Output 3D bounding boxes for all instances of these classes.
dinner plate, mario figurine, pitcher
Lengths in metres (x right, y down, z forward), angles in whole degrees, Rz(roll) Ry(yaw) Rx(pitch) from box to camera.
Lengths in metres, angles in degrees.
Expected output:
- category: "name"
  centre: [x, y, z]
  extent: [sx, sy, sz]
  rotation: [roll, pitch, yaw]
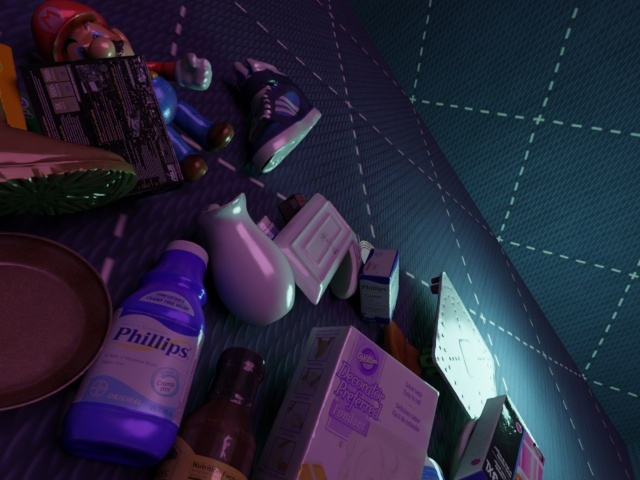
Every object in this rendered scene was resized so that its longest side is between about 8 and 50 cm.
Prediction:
- category: "dinner plate"
  centre: [0.144, 0.065, 1.120]
  extent: [0.141, 0.017, 0.141]
  rotation: [40, 32, -32]
- category: "mario figurine"
  centre: [-0.292, -0.237, 0.649]
  extent: [0.320, 0.170, 0.198]
  rotation: [40, 38, -29]
- category: "pitcher"
  centre: [-0.133, 0.030, 0.691]
  extent: [0.125, 0.178, 0.207]
  rotation: [-28, 105, -16]

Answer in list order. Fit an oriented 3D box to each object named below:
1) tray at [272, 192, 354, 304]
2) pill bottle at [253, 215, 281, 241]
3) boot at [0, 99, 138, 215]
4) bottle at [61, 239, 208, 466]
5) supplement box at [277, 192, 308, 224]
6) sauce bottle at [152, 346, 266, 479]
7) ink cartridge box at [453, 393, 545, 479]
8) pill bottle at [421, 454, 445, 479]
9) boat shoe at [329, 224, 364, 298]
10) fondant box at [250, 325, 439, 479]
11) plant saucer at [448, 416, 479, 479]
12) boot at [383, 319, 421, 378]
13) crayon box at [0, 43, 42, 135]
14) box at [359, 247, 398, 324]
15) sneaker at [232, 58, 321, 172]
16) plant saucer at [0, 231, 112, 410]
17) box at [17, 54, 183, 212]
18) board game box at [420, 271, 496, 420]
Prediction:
- category: "tray"
  centre: [0.000, 0.000, 0.844]
  extent: [0.145, 0.030, 0.270]
  rotation: [52, 34, -11]
- category: "pill bottle"
  centre: [-0.094, 0.015, 0.798]
  extent: [0.120, 0.067, 0.067]
  rotation: [49, 33, -14]
- category: "boot"
  centre: [-0.348, -0.160, 0.425]
  extent: [0.236, 0.089, 0.269]
  rotation: [-14, 74, -57]
- category: "bottle"
  centre: [-0.209, 0.122, 0.519]
  extent: [0.118, 0.092, 0.283]
  rotation: [22, 44, -17]
- category: "supplement box"
  centre: [-0.051, -0.060, 0.932]
  extent: [0.043, 0.055, 0.083]
  rotation: [-14, 76, -58]
- category: "sauce bottle"
  centre: [-0.139, 0.286, 0.472]
  extent: [0.111, 0.111, 0.344]
  rotation: [44, 33, -22]
- category: "ink cartridge box"
  centre: [0.379, 0.499, 0.854]
  extent: [0.371, 0.069, 0.175]
  rotation: [-21, 80, -52]
- category: "pill bottle"
  centre: [0.165, 0.456, 0.700]
  extent: [0.124, 0.124, 0.221]
  rotation: [42, 19, -25]
- category: "boat shoe"
  centre: [0.072, 0.051, 0.984]
  extent: [0.081, 0.079, 0.227]
  rotation: [32, 37, -29]
- category: "fondant box"
  centre: [0.039, 0.328, 0.599]
  extent: [0.238, 0.096, 0.330]
  rotation: [41, 54, -25]
- category: "plant saucer"
  centre: [0.386, 0.615, 0.909]
  extent: [0.400, 0.100, 0.400]
  rotation: [30, 44, -33]
- category: "boot"
  centre: [0.155, 0.275, 0.895]
  extent: [0.264, 0.096, 0.280]
  rotation: [46, 33, -19]
- category: "crayon box"
  centre: [-0.452, -0.143, 0.428]
  extent: [0.323, 0.083, 0.203]
  rotation: [0, 64, -54]
- category: "box"
  centre: [0.145, 0.109, 0.984]
  extent: [0.126, 0.072, 0.137]
  rotation: [-57, 146, -56]
- category: "sneaker"
  centre: [-0.145, -0.314, 0.970]
  extent: [0.236, 0.130, 0.323]
  rotation: [42, 39, -8]
- category: "plant saucer"
  centre: [-0.330, 0.081, 0.425]
  extent: [0.199, 0.036, 0.198]
  rotation: [24, 44, -25]
- category: "box"
  centre: [-0.290, -0.142, 0.554]
  extent: [0.147, 0.077, 0.180]
  rotation: [-20, 97, -26]
- category: "board game box"
  centre: [0.410, 0.347, 1.181]
  extent: [0.390, 0.050, 0.390]
  rotation: [57, 31, -16]
